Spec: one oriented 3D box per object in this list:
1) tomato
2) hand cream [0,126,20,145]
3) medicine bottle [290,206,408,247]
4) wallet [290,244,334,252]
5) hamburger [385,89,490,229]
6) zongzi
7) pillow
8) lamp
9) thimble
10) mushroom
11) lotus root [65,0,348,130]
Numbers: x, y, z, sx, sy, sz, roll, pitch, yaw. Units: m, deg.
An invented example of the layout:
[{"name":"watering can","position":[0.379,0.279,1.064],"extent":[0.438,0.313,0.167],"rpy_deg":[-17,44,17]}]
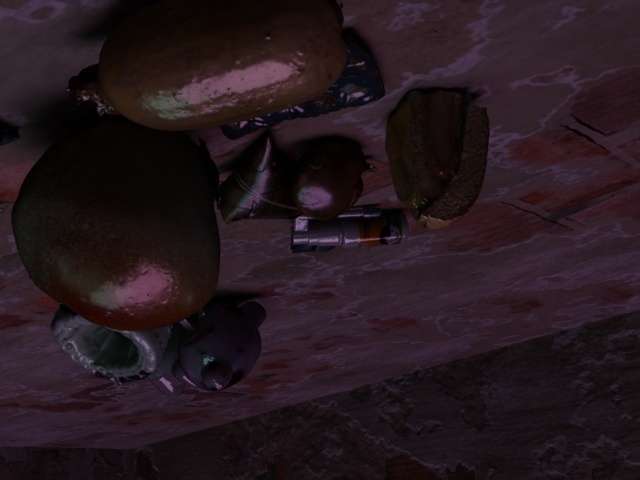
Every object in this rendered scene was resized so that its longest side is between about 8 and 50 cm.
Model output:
[{"name":"tomato","position":[-0.261,-0.034,1.421],"extent":[0.304,0.303,0.239],"rpy_deg":[2,144,-27]},{"name":"hand cream","position":[-0.486,-0.166,1.327],"extent":[0.075,0.052,0.248],"rpy_deg":[11,173,17]},{"name":"medicine bottle","position":[0.055,-0.027,1.938],"extent":[0.221,0.061,0.092],"rpy_deg":[-4,137,-11]},{"name":"wallet","position":[0.000,0.000,2.030],"extent":[0.088,0.026,0.129],"rpy_deg":[-1,160,-20]},{"name":"hamburger","position":[0.175,-0.102,1.519],"extent":[0.136,0.207,0.155],"rpy_deg":[1,155,-15]},{"name":"zongzi","position":[-0.054,-0.105,1.647],"extent":[0.187,0.084,0.184],"rpy_deg":[-4,145,-41]},{"name":"pillow","position":[-0.046,-0.207,1.397],"extent":[0.256,0.034,0.189],"rpy_deg":[-11,159,14]},{"name":"lamp","position":[-0.284,0.231,2.373],"extent":[0.301,0.247,0.247],"rpy_deg":[-9,125,41]},{"name":"thimble","position":[-0.416,0.167,2.065],"extent":[0.237,0.150,0.237],"rpy_deg":[10,136,10]},{"name":"mushroom","position":[0.028,-0.097,1.642],"extent":[0.171,0.080,0.135],"rpy_deg":[-24,140,-42]},{"name":"lotus root","position":[-0.134,-0.202,1.180],"extent":[0.343,0.151,0.169],"rpy_deg":[-14,160,9]}]
